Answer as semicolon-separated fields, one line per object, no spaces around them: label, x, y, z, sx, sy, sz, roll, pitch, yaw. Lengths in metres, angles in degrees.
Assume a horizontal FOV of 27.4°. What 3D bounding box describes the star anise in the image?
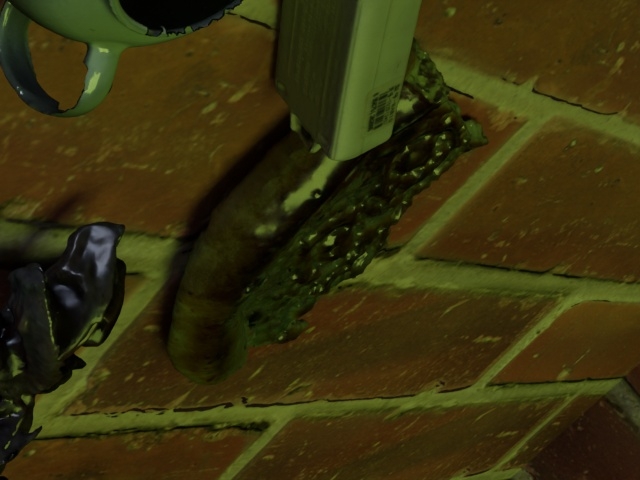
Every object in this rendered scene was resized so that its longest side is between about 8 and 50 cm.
star anise;-0.242;0.095;1.003;0.282;0.129;0.212;-51;168;11

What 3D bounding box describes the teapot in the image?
teapot;-0.094;-0.186;0.715;0.193;0.129;0.294;0;137;-50

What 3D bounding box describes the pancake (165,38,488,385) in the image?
pancake;-0.002;-0.001;1.220;0.427;0.067;0.305;-48;154;19

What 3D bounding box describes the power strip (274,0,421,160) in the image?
power strip;0.023;-0.181;0.903;0.058;0.098;0.338;-26;153;-22
